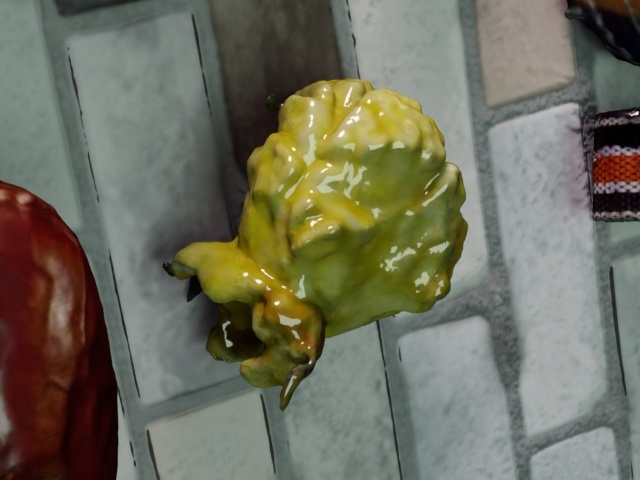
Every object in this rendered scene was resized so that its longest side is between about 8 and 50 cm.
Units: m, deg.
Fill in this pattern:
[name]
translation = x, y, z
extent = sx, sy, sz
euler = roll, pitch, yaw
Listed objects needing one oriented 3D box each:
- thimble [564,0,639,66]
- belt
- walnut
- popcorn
[thimble]
translation = 0.294, -0.222, 1.047
extent = 0.237, 0.150, 0.237
euler = -7, 104, -29
[belt]
translation = 0.364, -0.056, 1.137
extent = 0.359, 0.126, 0.094
euler = -2, 100, -28
[walnut]
translation = -0.234, 0.097, 0.807
extent = 0.244, 0.222, 0.269
euler = 3, 85, 5
[popcorn]
translation = 0.000, -0.007, 0.925
extent = 0.195, 0.173, 0.168
euler = -34, 148, -18
